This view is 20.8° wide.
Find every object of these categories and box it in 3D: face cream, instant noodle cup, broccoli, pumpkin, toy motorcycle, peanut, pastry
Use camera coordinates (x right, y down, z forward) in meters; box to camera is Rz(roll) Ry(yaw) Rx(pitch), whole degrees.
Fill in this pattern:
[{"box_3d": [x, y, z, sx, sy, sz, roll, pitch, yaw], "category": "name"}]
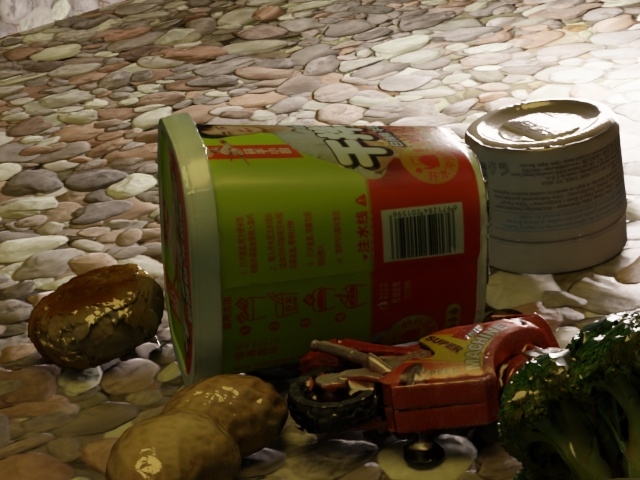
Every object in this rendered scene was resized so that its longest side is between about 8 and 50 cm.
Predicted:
[{"box_3d": [0.255, -0.065, 1.972, 0.177, 0.153, 0.177, -7, 21, 3], "category": "face cream"}, {"box_3d": [0.000, 0.000, 1.799, 0.308, 0.294, 0.294, -4, 22, -11], "category": "instant noodle cup"}, {"box_3d": [0.255, 0.179, 1.333, 0.254, 0.269, 0.269, -6, 22, 19], "category": "broccoli"}, {"box_3d": [0.189, 0.089, 1.792, 0.050, 0.028, 0.083, -3, 27, 7], "category": "pumpkin"}, {"box_3d": [0.118, 0.131, 1.634, 0.298, 0.089, 0.171, -5, 22, 8], "category": "toy motorcycle"}, {"box_3d": [-0.112, 0.186, 1.592, 0.104, 0.085, 0.228, 15, 29, 25], "category": "peanut"}, {"box_3d": [-0.241, 0.081, 1.882, 0.153, 0.081, 0.153, -11, 30, 7], "category": "pastry"}]

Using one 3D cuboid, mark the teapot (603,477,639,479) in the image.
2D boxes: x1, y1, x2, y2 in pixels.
[{"box_3d": [0.143, 0.311, 1.043, 0.300, 0.253, 0.344, 43, 40, 19], "category": "teapot"}]
